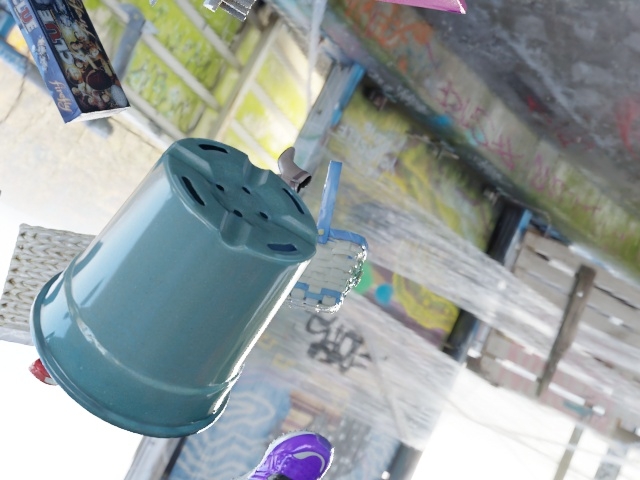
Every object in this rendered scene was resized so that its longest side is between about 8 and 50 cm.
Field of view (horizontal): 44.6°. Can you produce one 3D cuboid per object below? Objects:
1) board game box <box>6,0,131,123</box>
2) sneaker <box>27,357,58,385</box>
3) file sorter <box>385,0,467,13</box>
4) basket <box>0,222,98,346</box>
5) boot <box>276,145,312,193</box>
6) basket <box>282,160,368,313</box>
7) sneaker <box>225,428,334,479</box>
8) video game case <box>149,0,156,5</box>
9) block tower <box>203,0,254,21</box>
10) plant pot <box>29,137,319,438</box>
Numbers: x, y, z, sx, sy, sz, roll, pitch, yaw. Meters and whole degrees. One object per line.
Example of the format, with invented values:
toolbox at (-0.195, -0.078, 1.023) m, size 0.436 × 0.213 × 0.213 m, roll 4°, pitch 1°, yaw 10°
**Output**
board game box at (-0.445, -0.334, 1.389) m, size 0.243 × 0.042 × 0.165 m, roll 66°, pitch -158°, yaw -7°
sneaker at (-0.557, 0.247, 1.760) m, size 0.087 × 0.128 × 0.221 m, roll 38°, pitch -172°, yaw 9°
file sorter at (0.208, -0.672, 1.846) m, size 0.291 × 0.182 × 0.202 m, roll 15°, pitch -176°, yaw 19°
basket at (-0.508, 0.133, 1.786) m, size 0.331 × 0.266 × 0.328 m, roll 10°, pitch 173°, yaw 7°
boot at (-0.055, -0.142, 1.630) m, size 0.087 × 0.118 × 0.042 m, roll 18°, pitch 154°, yaw 29°
basket at (0.000, 0.000, 1.613) m, size 0.201 × 0.289 × 0.255 m, roll 7°, pitch 170°, yaw 0°
sneaker at (-0.090, 0.440, 1.298) m, size 0.102 × 0.293 × 0.146 m, roll 42°, pitch -159°, yaw -19°
video game case at (-0.374, -0.606, 1.817) m, size 0.011 × 0.087 × 0.122 m, roll 25°, pitch -153°, yaw -31°
block tower at (-0.135, -0.635, 1.702) m, size 0.097 × 0.335 × 0.091 m, roll 30°, pitch 160°, yaw -14°
plant pot at (-0.196, 0.051, 1.153) m, size 0.341 × 0.334 × 0.341 m, roll 30°, pitch -153°, yaw -17°
